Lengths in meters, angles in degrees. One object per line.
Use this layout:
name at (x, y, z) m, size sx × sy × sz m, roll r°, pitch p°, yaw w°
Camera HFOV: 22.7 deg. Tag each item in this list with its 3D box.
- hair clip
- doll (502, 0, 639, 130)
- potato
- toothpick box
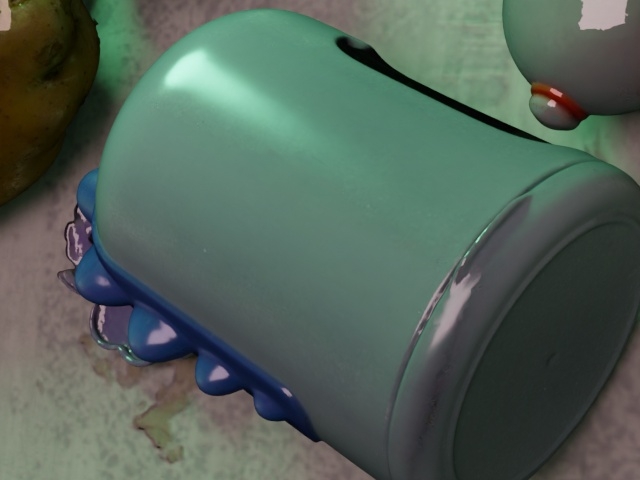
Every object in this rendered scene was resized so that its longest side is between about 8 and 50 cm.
hair clip at (-0.139, 0.030, 1.214) m, size 0.124 × 0.052 × 0.195 m, roll -51°, pitch 57°, yaw 7°
doll at (0.236, -0.126, 0.999) m, size 0.336 × 0.105 × 0.200 m, roll 22°, pitch 95°, yaw 23°
potato at (-0.314, -0.111, 1.280) m, size 0.369 × 0.195 × 0.176 m, roll -40°, pitch 29°, yaw 29°
toothpick box at (0.000, 0.000, 1.024) m, size 0.354 × 0.263 × 0.263 m, roll 32°, pitch 98°, yaw 31°
